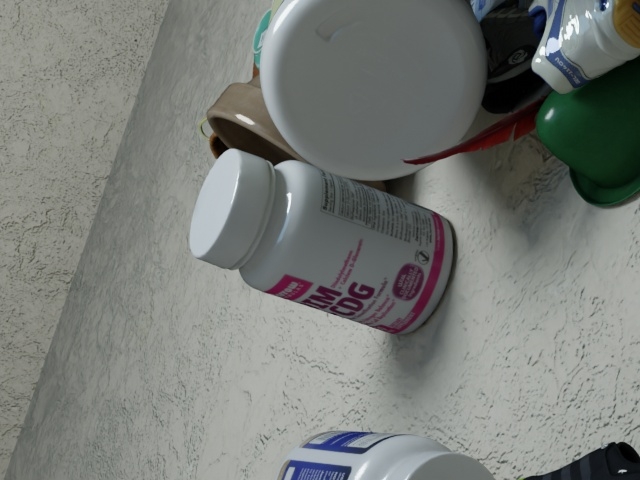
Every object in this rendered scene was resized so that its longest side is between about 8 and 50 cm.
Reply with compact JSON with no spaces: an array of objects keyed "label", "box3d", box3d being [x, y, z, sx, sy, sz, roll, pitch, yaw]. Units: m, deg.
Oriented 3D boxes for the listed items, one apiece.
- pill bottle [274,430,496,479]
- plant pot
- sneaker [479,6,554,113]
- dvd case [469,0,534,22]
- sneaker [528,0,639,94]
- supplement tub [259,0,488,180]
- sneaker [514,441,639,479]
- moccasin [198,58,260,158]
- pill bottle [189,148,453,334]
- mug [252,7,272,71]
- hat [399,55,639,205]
[{"label":"pill bottle","box3d":[0.066,0.273,1.261,0.265,0.153,0.153,-15,59,64]},{"label":"plant pot","box3d":[0.014,-0.181,1.674,0.229,0.263,0.263,-56,20,-10]},{"label":"sneaker","box3d":[0.202,-0.190,1.356,0.132,0.086,0.229,-47,16,-18]},{"label":"dvd case","box3d":[0.220,-0.312,1.554,0.253,0.022,0.180,-36,39,54]},{"label":"sneaker","box3d":[0.259,-0.257,1.217,0.131,0.112,0.296,-36,21,33]},{"label":"supplement tub","box3d":[0.057,-0.227,1.385,0.235,0.235,0.325,-61,10,22]},{"label":"sneaker","box3d":[0.238,0.219,1.043,0.097,0.084,0.235,-53,17,-22]},{"label":"moccasin","box3d":[-0.127,-0.160,2.057,0.139,0.147,0.380,151,134,-67]},{"label":"pill bottle","box3d":[0.000,0.000,1.461,0.160,0.283,0.160,-49,31,43]},{"label":"mug","box3d":[-0.037,-0.309,1.855,0.157,0.097,0.129,-61,24,23]},{"label":"hat","box3d":[0.224,-0.134,1.187,0.208,0.184,0.173,-70,22,3]}]
